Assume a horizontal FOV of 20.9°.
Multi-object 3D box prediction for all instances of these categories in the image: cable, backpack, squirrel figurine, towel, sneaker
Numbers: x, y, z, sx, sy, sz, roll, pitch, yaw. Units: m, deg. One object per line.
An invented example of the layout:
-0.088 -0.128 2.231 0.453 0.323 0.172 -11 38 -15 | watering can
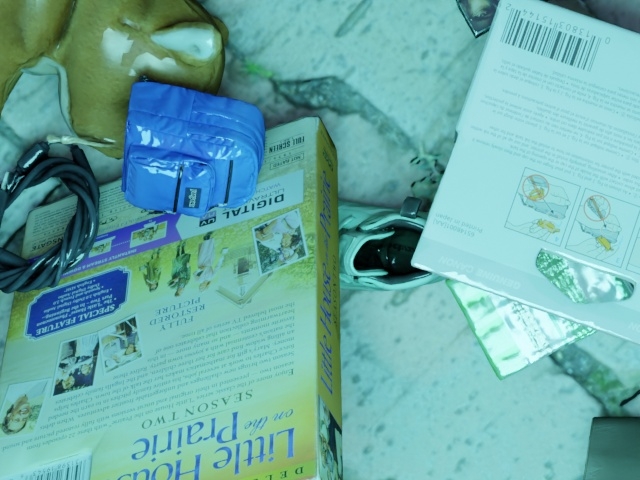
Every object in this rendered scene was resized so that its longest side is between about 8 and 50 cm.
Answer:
-0.268 -0.017 1.592 0.151 0.184 0.047 -32 130 2 | cable
-0.109 -0.070 1.499 0.120 0.098 0.101 7 53 -5 | backpack
-0.239 -0.267 1.562 0.370 0.281 0.397 23 93 -1 | squirrel figurine
0.209 0.049 1.632 0.152 0.023 0.113 -28 84 6 | towel
0.000 0.000 1.585 0.256 0.151 0.094 0 90 7 | sneaker

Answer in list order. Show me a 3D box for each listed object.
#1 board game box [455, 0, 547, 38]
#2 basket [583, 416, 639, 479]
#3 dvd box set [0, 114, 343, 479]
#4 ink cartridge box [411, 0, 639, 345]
0.200 -0.288 1.636 0.186 0.026 0.126 -27 86 4 | board game box
0.346 0.239 1.549 0.227 0.154 0.204 8 72 10 | basket
-0.129 0.091 1.477 0.308 0.420 0.062 -18 132 16 | dvd box set
0.257 -0.049 1.523 0.296 0.066 0.261 20 84 5 | ink cartridge box
